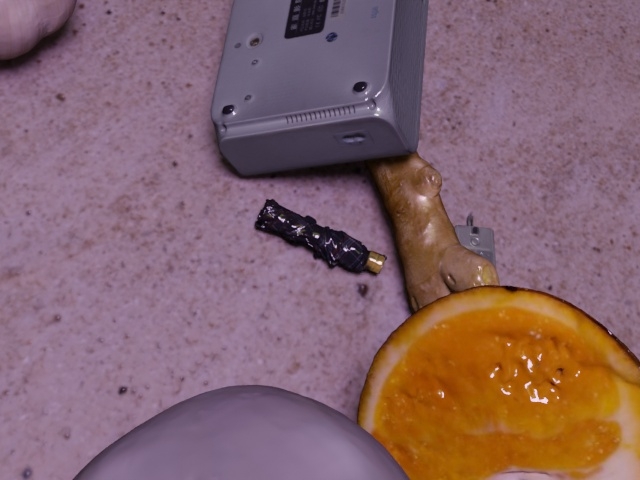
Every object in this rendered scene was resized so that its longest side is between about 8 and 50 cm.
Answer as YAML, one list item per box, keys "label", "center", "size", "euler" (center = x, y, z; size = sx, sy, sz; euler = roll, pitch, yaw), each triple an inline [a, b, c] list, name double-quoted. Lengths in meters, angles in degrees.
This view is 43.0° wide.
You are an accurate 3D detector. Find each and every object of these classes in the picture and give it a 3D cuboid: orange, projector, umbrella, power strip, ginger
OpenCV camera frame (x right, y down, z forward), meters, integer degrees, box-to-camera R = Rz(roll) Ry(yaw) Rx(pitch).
- label: "orange"
  center: [0.167, 0.196, 0.691]
  size: [0.274, 0.274, 0.310]
  euler: [-43, 116, -25]
- label: "projector"
  center: [0.001, -0.201, 0.862]
  size: [0.198, 0.108, 0.250]
  euler: [-5, 62, 24]
- label: "umbrella"
  center: [0.000, 0.000, 0.858]
  size: [0.144, 0.037, 0.040]
  euler: [24, 92, 0]
- label: "power strip"
  center: [0.168, 0.033, 0.890]
  size: [0.051, 0.019, 0.136]
  euler: [6, 65, -7]
- label: "ginger"
  center: [0.092, -0.038, 0.866]
  size: [0.065, 0.118, 0.298]
  euler: [-5, 58, -36]

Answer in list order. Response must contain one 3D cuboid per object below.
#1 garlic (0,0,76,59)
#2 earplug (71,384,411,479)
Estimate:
- label: "garlic"
  center: [-0.363, -0.287, 0.846]
  size: [0.228, 0.152, 0.227]
  euler: [9, 60, -15]
- label: "earplug"
  center: [-0.027, 0.305, 0.572]
  size: [0.313, 0.312, 0.394]
  euler: [-28, 72, -22]
